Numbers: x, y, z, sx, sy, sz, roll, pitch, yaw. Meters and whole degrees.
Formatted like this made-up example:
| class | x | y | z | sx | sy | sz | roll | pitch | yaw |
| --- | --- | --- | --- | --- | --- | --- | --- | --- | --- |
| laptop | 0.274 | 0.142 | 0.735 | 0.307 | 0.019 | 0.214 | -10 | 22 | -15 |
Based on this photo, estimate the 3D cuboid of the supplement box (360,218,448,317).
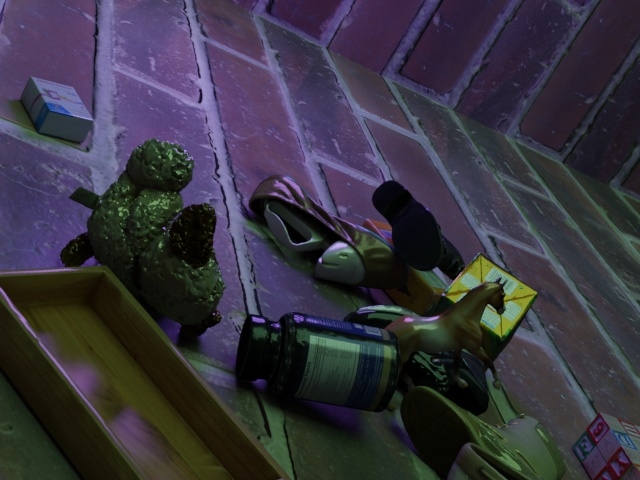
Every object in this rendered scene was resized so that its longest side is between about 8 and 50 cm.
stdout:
| class | x | y | z | sx | sy | sz | roll | pitch | yaw |
| --- | --- | --- | --- | --- | --- | --- | --- | --- | --- |
| supplement box | 0.154 | 0.059 | 2.026 | 0.080 | 0.078 | 0.233 | 13 | 29 | -46 |

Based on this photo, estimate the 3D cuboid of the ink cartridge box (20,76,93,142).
| class | x | y | z | sx | sy | sz | roll | pitch | yaw |
| --- | --- | --- | --- | --- | --- | --- | --- | --- | --- |
| ink cartridge box | -0.471 | -0.234 | 1.866 | 0.088 | 0.052 | 0.122 | 11 | 29 | -41 |

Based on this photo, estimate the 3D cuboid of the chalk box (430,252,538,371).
| class | x | y | z | sx | sy | sz | roll | pitch | yaw |
| --- | --- | --- | --- | --- | --- | --- | --- | --- | --- |
| chalk box | 0.272 | 0.153 | 1.864 | 0.132 | 0.213 | 0.132 | 35 | 55 | 15 |

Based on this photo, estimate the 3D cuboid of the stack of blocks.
| class | x | y | z | sx | sy | sz | roll | pitch | yaw |
| --- | --- | --- | --- | --- | --- | --- | --- | --- | --- |
| stack of blocks | 0.607 | 0.423 | 1.830 | 0.297 | 0.087 | 0.171 | 20 | 25 | -26 |

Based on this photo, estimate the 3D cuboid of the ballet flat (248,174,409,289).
| class | x | y | z | sx | sy | sz | roll | pitch | yaw |
| --- | --- | --- | --- | --- | --- | --- | --- | --- | --- |
| ballet flat | 0.000 | 0.000 | 1.931 | 0.342 | 0.116 | 0.124 | 39 | 43 | 18 |

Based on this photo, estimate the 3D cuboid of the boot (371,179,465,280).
| class | x | y | z | sx | sy | sz | roll | pitch | yaw |
| --- | --- | --- | --- | --- | --- | --- | --- | --- | --- |
| boot | 0.215 | 0.010 | 1.981 | 0.229 | 0.091 | 0.263 | 42 | 15 | -39 |

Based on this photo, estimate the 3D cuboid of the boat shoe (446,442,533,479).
| class | x | y | z | sx | sy | sz | roll | pitch | yaw |
| --- | --- | --- | --- | --- | --- | --- | --- | --- | --- |
| boat shoe | 0.330 | 0.390 | 1.421 | 0.341 | 0.110 | 0.121 | 24 | 8 | 12 |

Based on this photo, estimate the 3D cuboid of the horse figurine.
| class | x | y | z | sx | sy | sz | roll | pitch | yaw |
| --- | --- | --- | --- | --- | --- | --- | --- | --- | --- |
| horse figurine | 0.169 | 0.165 | 1.616 | 0.263 | 0.174 | 0.066 | -10 | 24 | 2 |

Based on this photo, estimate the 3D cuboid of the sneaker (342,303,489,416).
| class | x | y | z | sx | sy | sz | roll | pitch | yaw |
| --- | --- | --- | --- | --- | --- | --- | --- | --- | --- |
| sneaker | 0.162 | 0.201 | 1.708 | 0.283 | 0.107 | 0.124 | 23 | 29 | -19 |

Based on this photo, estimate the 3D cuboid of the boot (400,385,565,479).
| class | x | y | z | sx | sy | sz | roll | pitch | yaw |
| --- | --- | --- | --- | --- | --- | --- | --- | --- | --- |
| boot | 0.256 | 0.305 | 1.612 | 0.262 | 0.095 | 0.203 | 40 | 24 | 15 |

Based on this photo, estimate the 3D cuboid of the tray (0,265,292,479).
| class | x | y | z | sx | sy | sz | roll | pitch | yaw |
| --- | --- | --- | --- | --- | --- | --- | --- | --- | --- |
| tray | -0.237 | 0.188 | 1.254 | 0.411 | 0.076 | 0.203 | 45 | 25 | 27 |

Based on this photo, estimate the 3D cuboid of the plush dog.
| class | x | y | z | sx | sy | sz | roll | pitch | yaw |
| --- | --- | --- | --- | --- | --- | --- | --- | --- | --- |
| plush dog | -0.225 | 0.023 | 1.477 | 0.210 | 0.262 | 0.225 | -32 | 50 | -29 |

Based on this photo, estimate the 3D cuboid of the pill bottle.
| class | x | y | z | sx | sy | sz | roll | pitch | yaw |
| --- | --- | --- | --- | --- | --- | --- | --- | --- | --- |
| pill bottle | -0.005 | 0.170 | 1.500 | 0.219 | 0.123 | 0.123 | 12 | 26 | -12 |
